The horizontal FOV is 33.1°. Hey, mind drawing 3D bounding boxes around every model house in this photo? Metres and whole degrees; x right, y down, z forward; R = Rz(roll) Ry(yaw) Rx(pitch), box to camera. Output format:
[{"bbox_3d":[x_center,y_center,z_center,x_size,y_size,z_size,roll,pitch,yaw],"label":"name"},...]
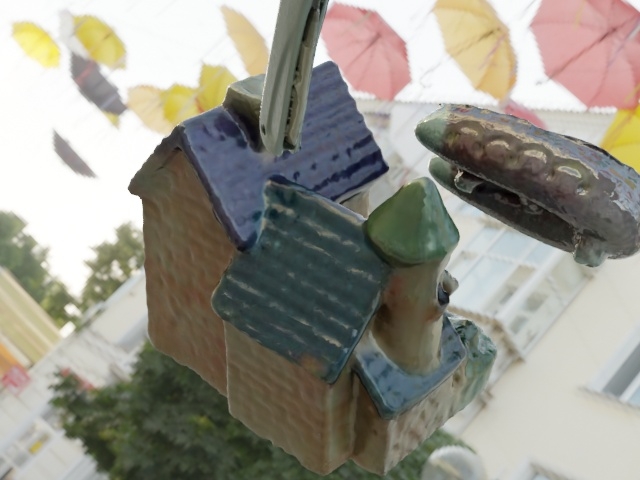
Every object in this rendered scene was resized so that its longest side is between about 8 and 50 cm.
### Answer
[{"bbox_3d":[0.000,0.000,0.941,0.312,0.245,0.280,28,-50,35],"label":"model house"}]

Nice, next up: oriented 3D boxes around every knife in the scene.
[{"bbox_3d":[-0.015,-0.111,0.653,0.162,0.023,0.044,105,-31,-50],"label":"knife"}]

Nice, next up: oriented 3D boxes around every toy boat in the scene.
[{"bbox_3d":[0.188,-0.039,0.974,0.227,0.085,0.155,23,-15,21],"label":"toy boat"}]
